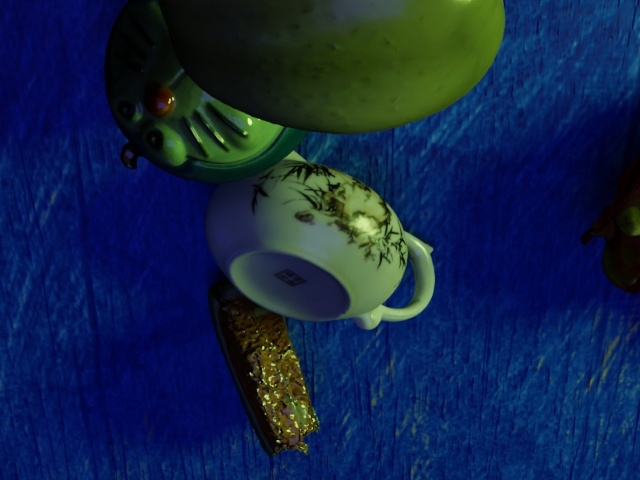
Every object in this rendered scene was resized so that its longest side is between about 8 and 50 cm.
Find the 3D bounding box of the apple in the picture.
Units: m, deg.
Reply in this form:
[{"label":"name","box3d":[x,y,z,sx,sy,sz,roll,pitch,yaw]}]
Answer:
[{"label":"apple","box3d":[0.009,-0.202,0.830,0.279,0.279,0.279,-2,126,-3]}]

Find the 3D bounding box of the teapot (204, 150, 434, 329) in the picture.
[{"label":"teapot","box3d":[0.000,0.000,1.227,0.300,0.165,0.208,28,138,-33]}]

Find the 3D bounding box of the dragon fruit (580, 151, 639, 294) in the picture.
[{"label":"dragon fruit","box3d":[0.414,-0.001,1.218,0.227,0.243,0.307,-40,161,-2]}]

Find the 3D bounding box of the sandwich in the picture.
[{"label":"sandwich","box3d":[-0.054,0.142,1.325,0.079,0.159,0.235,-24,102,-13]}]

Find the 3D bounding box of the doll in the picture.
[{"label":"doll","box3d":[-0.064,-0.176,1.057,0.322,0.186,0.198,-38,87,11]}]
